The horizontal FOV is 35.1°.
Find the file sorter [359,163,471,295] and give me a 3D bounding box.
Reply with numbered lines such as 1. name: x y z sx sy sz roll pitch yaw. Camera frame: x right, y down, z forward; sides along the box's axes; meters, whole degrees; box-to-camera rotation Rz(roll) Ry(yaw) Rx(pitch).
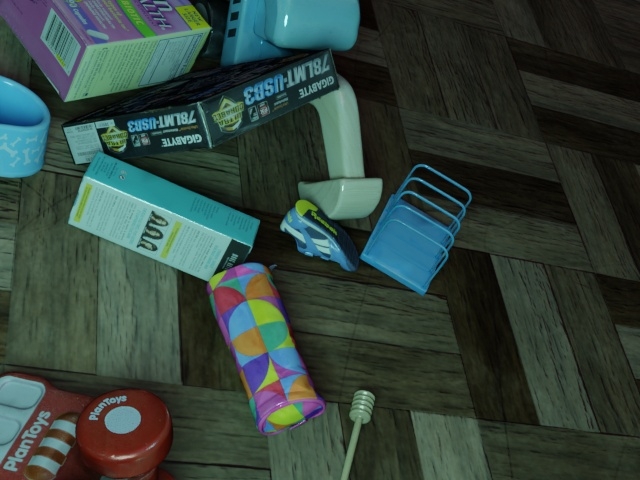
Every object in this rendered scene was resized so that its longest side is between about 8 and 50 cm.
1. file sorter: 0.158 -0.024 1.615 0.118 0.104 0.170 30 43 -1

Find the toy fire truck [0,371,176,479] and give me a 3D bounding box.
1. toy fire truck: -0.295 0.277 1.058 0.253 0.169 0.302 10 41 12

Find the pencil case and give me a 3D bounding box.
1. pencil case: -0.074 0.139 1.337 0.104 0.104 0.236 -1 52 -30

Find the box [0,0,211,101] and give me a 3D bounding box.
1. box: -0.337 -0.348 1.575 0.243 0.117 0.213 -20 65 -45

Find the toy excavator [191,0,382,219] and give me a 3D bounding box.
1. toy excavator: -0.031 -0.296 1.645 0.222 0.433 0.445 -2 24 -32

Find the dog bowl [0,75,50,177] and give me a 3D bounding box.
1. dog bowl: -0.493 -0.167 1.342 0.297 0.074 0.166 3 38 -46

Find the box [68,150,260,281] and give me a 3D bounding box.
1. box: -0.216 -0.027 1.403 0.244 0.100 0.060 23 43 -10

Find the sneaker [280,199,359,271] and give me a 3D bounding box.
1. sneaker: 0.000 0.000 1.544 0.144 0.059 0.053 43 30 -17

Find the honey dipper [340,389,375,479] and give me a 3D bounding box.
1. honey dipper: 0.044 0.269 1.334 0.030 0.030 0.161 24 45 -8

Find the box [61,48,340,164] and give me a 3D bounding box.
1. box: -0.172 -0.196 1.470 0.295 0.293 0.073 -34 116 -46
